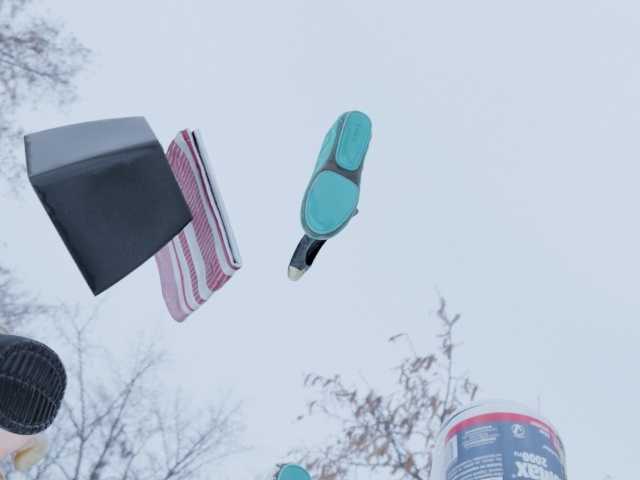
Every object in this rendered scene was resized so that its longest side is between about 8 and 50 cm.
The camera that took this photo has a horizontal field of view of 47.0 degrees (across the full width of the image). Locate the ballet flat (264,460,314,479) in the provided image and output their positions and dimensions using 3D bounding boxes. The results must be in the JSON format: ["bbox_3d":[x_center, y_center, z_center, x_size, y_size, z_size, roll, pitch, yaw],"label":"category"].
[{"bbox_3d":[-0.103,0.619,1.403,0.147,0.409,0.147,8,-50,10],"label":"ballet flat"}]

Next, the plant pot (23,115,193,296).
[{"bbox_3d":[-0.285,-0.070,1.019,0.188,0.167,0.187,47,-21,56],"label":"plant pot"}]

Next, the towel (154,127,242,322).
[{"bbox_3d":[-0.225,-0.012,1.206,0.329,0.037,0.237,-38,-111,58],"label":"towel"}]

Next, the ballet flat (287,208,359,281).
[{"bbox_3d":[0.000,0.000,1.266,0.049,0.057,0.173,35,-90,19],"label":"ballet flat"}]

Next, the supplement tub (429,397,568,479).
[{"bbox_3d":[0.296,0.444,1.229,0.235,0.325,0.235,5,-66,12],"label":"supplement tub"}]

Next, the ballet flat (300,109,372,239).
[{"bbox_3d":[0.021,-0.090,1.142,0.083,0.247,0.087,26,-30,-11],"label":"ballet flat"}]

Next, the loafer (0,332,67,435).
[{"bbox_3d":[-0.304,0.107,0.630,0.078,0.220,0.080,6,-114,25],"label":"loafer"}]

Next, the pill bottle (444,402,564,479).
[{"bbox_3d":[0.167,0.248,0.653,0.108,0.180,0.108,3,-47,3],"label":"pill bottle"}]

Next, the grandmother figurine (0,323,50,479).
[{"bbox_3d":[-0.492,0.162,0.933,0.104,0.208,0.342,-8,-69,49],"label":"grandmother figurine"}]
